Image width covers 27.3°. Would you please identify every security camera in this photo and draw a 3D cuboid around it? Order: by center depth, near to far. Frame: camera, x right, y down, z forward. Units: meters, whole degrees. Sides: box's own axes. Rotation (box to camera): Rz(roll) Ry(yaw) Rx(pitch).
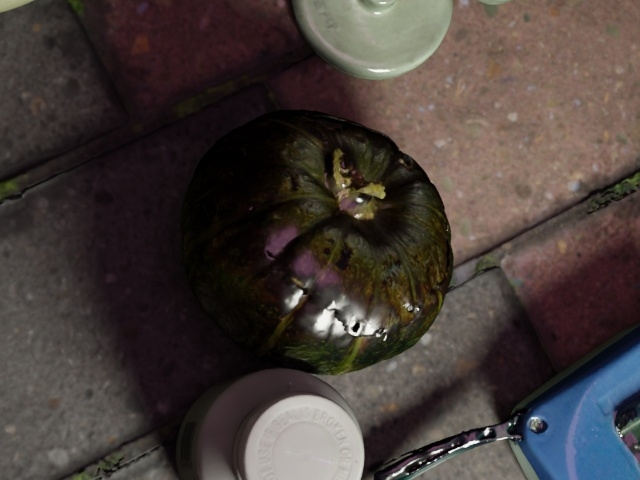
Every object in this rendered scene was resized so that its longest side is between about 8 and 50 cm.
[{"bbox_3d":[0.112,-0.267,1.228,0.301,0.080,0.157,-31,91,-13],"label":"security camera"}]

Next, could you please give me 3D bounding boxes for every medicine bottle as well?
[{"bbox_3d":[-0.037,0.170,1.050,0.135,0.215,0.135,2,82,-14],"label":"medicine bottle"}]

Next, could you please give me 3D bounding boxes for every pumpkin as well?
[{"bbox_3d":[0.000,-0.002,1.100,0.237,0.159,0.238,11,53,-14],"label":"pumpkin"}]

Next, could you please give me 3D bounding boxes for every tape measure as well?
[{"bbox_3d":[0.231,0.214,1.177,0.351,0.098,0.215,-31,89,-14],"label":"tape measure"}]

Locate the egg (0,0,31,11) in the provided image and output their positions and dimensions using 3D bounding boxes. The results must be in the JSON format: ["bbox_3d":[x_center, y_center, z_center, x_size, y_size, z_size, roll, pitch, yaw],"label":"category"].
[{"bbox_3d":[-0.313,-0.289,1.047,0.269,0.219,0.219,30,75,7],"label":"egg"}]
